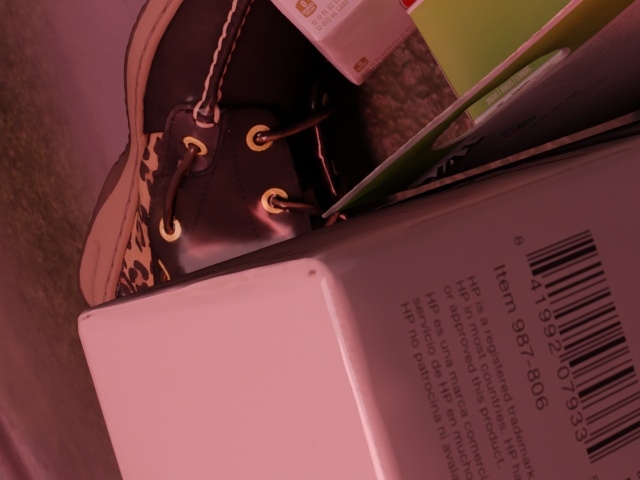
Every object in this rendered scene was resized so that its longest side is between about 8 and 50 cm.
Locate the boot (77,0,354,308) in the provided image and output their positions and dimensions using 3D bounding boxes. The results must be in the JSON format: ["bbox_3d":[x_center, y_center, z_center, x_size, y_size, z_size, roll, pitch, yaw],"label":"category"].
[{"bbox_3d":[0.000,0.000,1.091,0.284,0.138,0.377,47,135,23],"label":"boot"}]

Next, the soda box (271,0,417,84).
[{"bbox_3d":[0.064,-0.184,0.933,0.216,0.074,0.069,-45,68,4],"label":"soda box"}]

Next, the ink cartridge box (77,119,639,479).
[{"bbox_3d":[0.125,0.104,0.827,0.166,0.395,0.286,-12,95,48],"label":"ink cartridge box"}]

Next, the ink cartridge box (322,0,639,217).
[{"bbox_3d":[0.116,-0.119,0.854,0.189,0.255,0.097,-39,76,44],"label":"ink cartridge box"}]
